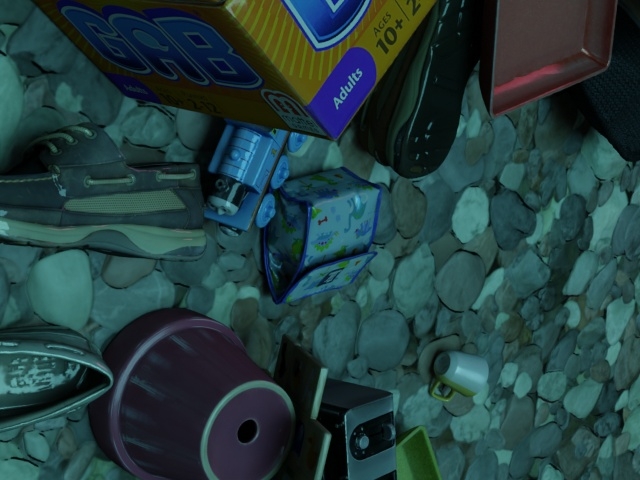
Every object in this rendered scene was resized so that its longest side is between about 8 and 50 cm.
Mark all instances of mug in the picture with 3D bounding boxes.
[{"bbox_3d":[0.193,0.192,1.757,0.064,0.062,0.078,24,79,-34],"label":"mug"}]

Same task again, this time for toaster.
[{"bbox_3d":[0.011,0.270,1.552,0.110,0.185,0.168,-10,100,-41],"label":"toaster"}]

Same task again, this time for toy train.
[{"bbox_3d":[-0.079,-0.097,1.413,0.184,0.080,0.105,-67,159,-10],"label":"toy train"}]

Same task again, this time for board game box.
[{"bbox_3d":[-0.095,-0.360,1.158,0.356,0.356,0.356,-56,130,-15],"label":"board game box"}]

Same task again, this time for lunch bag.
[{"bbox_3d":[0.000,0.000,1.520,0.128,0.096,0.151,-14,125,-40],"label":"lunch bag"}]

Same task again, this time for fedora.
[{"bbox_3d":[0.445,-0.223,1.767,0.152,0.334,0.334,-35,128,7],"label":"fedora"}]

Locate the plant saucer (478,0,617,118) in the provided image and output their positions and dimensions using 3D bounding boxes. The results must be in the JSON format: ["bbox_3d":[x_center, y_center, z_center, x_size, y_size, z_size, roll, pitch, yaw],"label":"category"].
[{"bbox_3d":[0.283,-0.309,1.540,0.258,0.047,0.259,-25,126,-38],"label":"plant saucer"}]

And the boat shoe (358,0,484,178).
[{"bbox_3d":[0.129,-0.243,1.540,0.122,0.120,0.324,18,95,-48],"label":"boat shoe"}]

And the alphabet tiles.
[{"bbox_3d":[-0.055,0.291,1.429,0.011,0.285,0.343,11,94,-17],"label":"alphabet tiles"}]

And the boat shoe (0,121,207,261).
[{"bbox_3d":[-0.262,-0.055,1.267,0.355,0.132,0.130,9,86,-50],"label":"boat shoe"}]

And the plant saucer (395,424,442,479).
[{"bbox_3d":[0.090,0.373,1.723,0.188,0.045,0.188,-36,123,-28],"label":"plant saucer"}]

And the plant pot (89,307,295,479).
[{"bbox_3d":[-0.133,0.194,1.394,0.201,0.180,0.201,-12,110,-37],"label":"plant pot"}]

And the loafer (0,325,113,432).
[{"bbox_3d":[-0.358,0.145,1.230,0.319,0.111,0.112,-10,108,-39],"label":"loafer"}]
